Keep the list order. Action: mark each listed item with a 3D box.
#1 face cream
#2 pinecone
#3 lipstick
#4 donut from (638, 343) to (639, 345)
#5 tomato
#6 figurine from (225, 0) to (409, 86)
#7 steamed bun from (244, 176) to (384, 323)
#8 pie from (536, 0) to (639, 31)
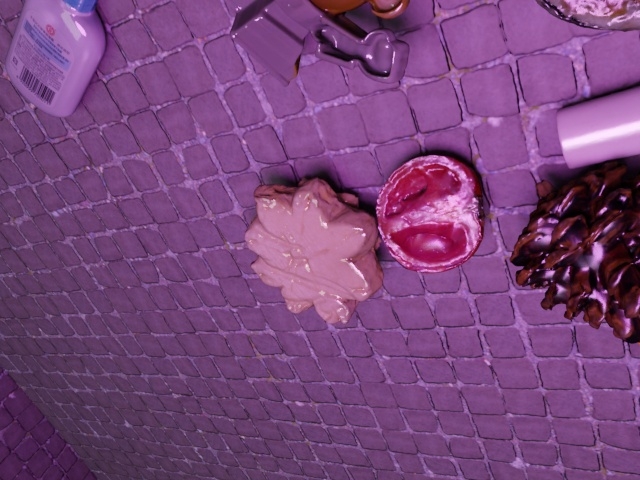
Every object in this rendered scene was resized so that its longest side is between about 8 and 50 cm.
[{"bbox_3d":[-0.473,-0.376,1.031,0.163,0.080,0.336,44,132,-8],"label":"face cream"},{"bbox_3d":[0.394,0.011,0.764,0.257,0.243,0.244,28,138,39],"label":"pinecone"},{"bbox_3d":[0.473,-0.168,0.697,0.326,0.087,0.087,-12,118,33],"label":"lipstick"},{"bbox_3d":[0.603,0.113,0.839,0.269,0.103,0.270,14,128,18],"label":"donut"},{"bbox_3d":[0.187,-0.046,0.933,0.173,0.099,0.189,-5,97,26],"label":"tomato"},{"bbox_3d":[0.006,-0.361,0.737,0.284,0.167,0.343,-21,113,38],"label":"figurine"},{"bbox_3d":[0.000,0.000,1.044,0.295,0.137,0.292,50,135,-4],"label":"steamed bun"},{"bbox_3d":[0.351,-0.353,0.643,0.240,0.054,0.241,16,130,19],"label":"pie"}]
